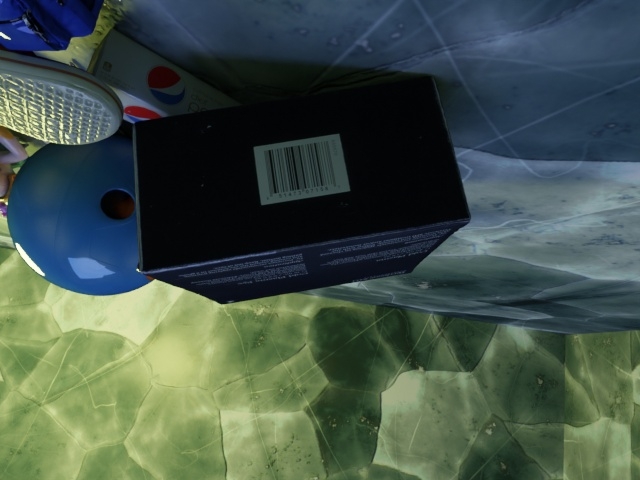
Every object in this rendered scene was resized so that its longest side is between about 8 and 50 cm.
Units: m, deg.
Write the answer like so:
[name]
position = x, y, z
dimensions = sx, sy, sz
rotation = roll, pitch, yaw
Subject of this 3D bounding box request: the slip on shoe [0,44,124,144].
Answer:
[slip on shoe]
position = -0.357, -0.190, 0.456
dimensions = 0.331, 0.101, 0.123
rotation = 16, 158, 17

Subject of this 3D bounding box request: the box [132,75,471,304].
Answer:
[box]
position = -0.024, -0.037, 0.576
dimensions = 0.343, 0.179, 0.312
rotation = -9, 165, -2

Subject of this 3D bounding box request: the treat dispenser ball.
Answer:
[treat dispenser ball]
position = -0.381, -0.046, 0.733
dimensions = 0.288, 0.288, 0.288
rotation = 9, 166, 2

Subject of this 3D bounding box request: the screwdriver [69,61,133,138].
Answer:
[screwdriver]
position = -0.322, -0.210, 0.620
dimensions = 0.024, 0.025, 0.170
rotation = 8, 157, 7

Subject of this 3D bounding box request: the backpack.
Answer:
[backpack]
position = -0.254, -0.225, 0.335
dimensions = 0.098, 0.101, 0.120
rotation = 1, 161, 7

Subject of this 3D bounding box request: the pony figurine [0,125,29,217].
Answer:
[pony figurine]
position = -0.716, -0.117, 0.807
dimensions = 0.351, 0.303, 0.363
rotation = 1, 151, -1

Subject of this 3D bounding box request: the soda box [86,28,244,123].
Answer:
[soda box]
position = -0.188, -0.176, 0.545
dimensions = 0.216, 0.069, 0.074
rotation = 21, 161, -40
